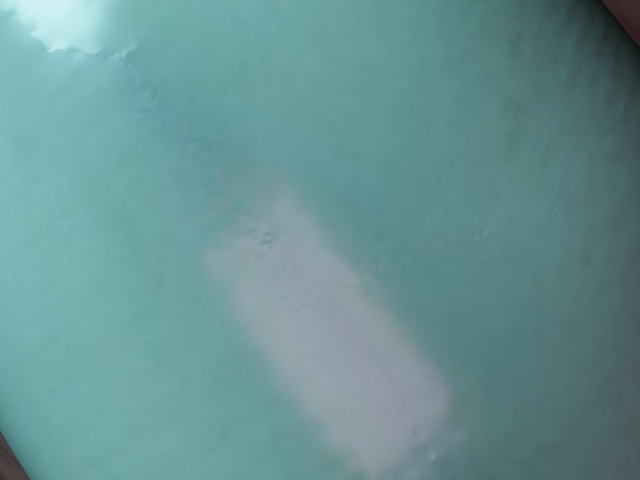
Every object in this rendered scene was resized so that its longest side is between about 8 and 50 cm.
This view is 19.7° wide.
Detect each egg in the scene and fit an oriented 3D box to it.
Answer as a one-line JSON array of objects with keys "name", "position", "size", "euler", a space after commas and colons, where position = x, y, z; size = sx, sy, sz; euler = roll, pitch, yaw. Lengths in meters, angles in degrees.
[{"name": "egg", "position": [0.000, 0.000, 0.572], "size": [0.230, 0.230, 0.371], "euler": [-34, 98, 15]}]
